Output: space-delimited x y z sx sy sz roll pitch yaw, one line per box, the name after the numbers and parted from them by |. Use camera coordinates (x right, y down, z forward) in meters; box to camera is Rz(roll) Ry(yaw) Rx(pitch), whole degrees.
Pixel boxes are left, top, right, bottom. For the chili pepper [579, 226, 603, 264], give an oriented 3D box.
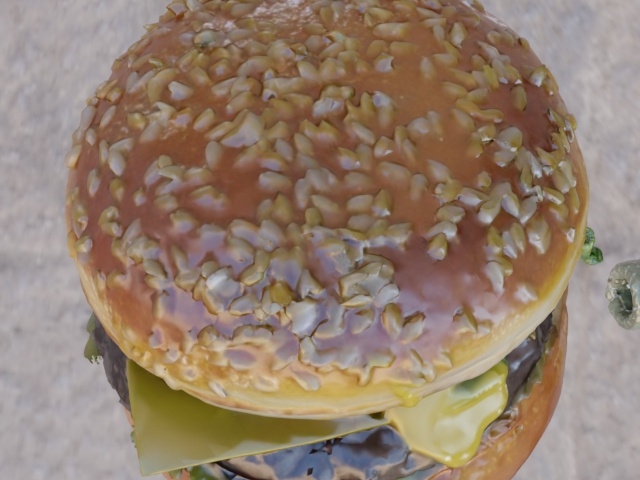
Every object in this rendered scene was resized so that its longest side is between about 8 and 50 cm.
0.272 0.005 1.824 0.034 0.091 0.030 3 77 16 | chili pepper

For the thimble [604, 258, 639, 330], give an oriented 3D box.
0.382 0.062 2.095 0.062 0.110 0.084 -7 99 -12 | thimble

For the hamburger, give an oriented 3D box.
0.000 0.000 0.916 0.291 0.291 0.225 -8 143 -1 | hamburger
